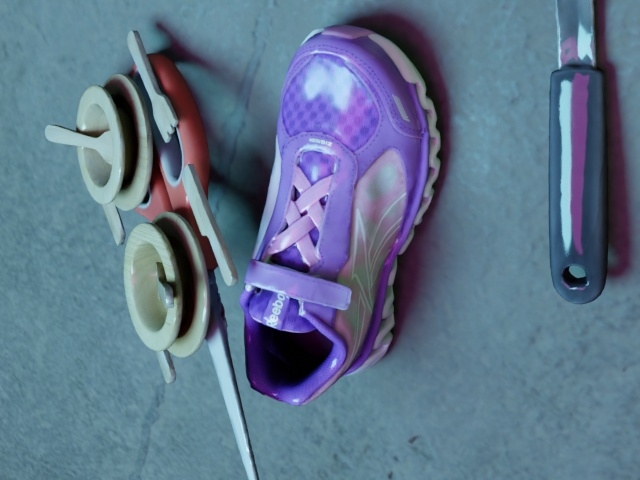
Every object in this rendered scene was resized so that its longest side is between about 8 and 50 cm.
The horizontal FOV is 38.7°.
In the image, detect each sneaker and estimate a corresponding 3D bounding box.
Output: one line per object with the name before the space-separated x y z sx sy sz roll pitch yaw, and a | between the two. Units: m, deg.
sneaker | 0.000 0.000 0.517 0.095 0.104 0.236 20 122 22

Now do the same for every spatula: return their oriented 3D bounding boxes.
spatula | 0.121 -0.103 0.435 0.084 0.030 0.296 3 116 27

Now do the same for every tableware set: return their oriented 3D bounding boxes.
tableware set | -0.117 -0.018 0.551 0.128 0.039 0.194 -55 51 45

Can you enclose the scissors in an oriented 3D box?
scissors | -0.068 0.022 0.534 0.109 0.021 0.297 -53 52 43
